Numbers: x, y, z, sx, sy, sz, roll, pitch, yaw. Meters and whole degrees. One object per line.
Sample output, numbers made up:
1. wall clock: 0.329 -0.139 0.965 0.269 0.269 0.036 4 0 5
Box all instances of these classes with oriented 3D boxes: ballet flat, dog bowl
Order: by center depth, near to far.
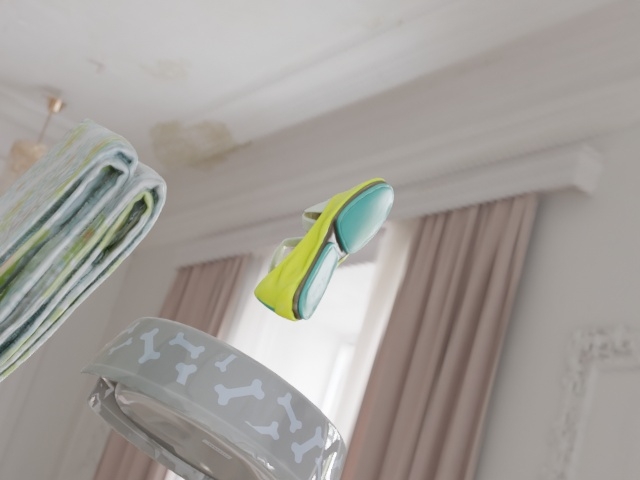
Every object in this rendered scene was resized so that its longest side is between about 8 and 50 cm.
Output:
1. ballet flat: 0.000 0.000 1.325 0.077 0.231 0.077 14 -41 30
2. dog bowl: -0.124 0.219 1.372 0.349 0.102 0.348 26 -24 12

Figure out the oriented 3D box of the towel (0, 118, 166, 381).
1. towel: -0.298 0.024 1.122 0.090 0.320 0.374 47 -6 -19
